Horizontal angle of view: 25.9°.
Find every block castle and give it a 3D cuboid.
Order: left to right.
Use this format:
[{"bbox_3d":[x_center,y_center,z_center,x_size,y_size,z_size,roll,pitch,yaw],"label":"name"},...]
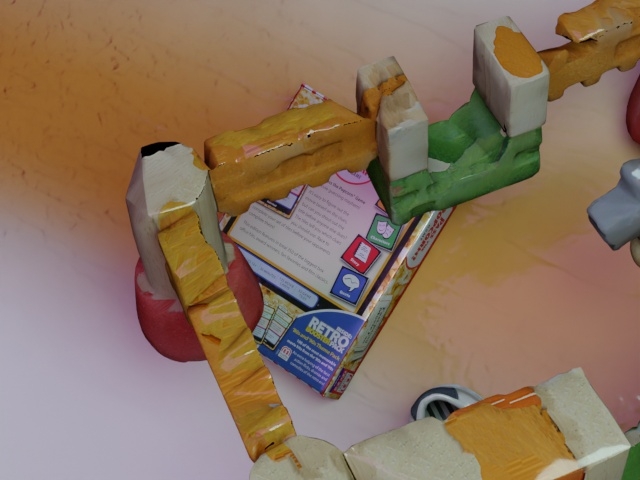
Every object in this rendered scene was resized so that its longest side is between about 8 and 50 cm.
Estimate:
[{"bbox_3d":[0.129,0.037,0.863,0.453,0.213,0.303,-21,57,-9],"label":"block castle"}]

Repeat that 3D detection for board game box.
[{"bbox_3d":[0.000,0.000,1.051,0.147,0.045,0.193,32,91,20],"label":"board game box"}]

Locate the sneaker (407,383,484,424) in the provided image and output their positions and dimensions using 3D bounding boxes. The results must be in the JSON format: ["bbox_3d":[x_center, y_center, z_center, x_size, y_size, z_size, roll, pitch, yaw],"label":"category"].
[{"bbox_3d":[0.129,0.214,0.949,0.094,0.091,0.258,-36,72,8],"label":"sneaker"}]
